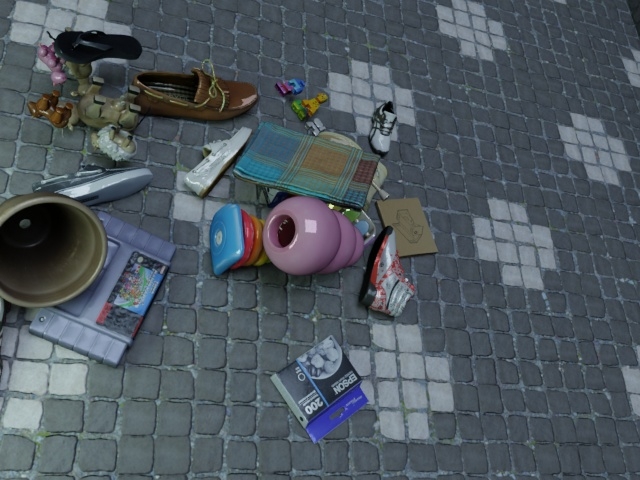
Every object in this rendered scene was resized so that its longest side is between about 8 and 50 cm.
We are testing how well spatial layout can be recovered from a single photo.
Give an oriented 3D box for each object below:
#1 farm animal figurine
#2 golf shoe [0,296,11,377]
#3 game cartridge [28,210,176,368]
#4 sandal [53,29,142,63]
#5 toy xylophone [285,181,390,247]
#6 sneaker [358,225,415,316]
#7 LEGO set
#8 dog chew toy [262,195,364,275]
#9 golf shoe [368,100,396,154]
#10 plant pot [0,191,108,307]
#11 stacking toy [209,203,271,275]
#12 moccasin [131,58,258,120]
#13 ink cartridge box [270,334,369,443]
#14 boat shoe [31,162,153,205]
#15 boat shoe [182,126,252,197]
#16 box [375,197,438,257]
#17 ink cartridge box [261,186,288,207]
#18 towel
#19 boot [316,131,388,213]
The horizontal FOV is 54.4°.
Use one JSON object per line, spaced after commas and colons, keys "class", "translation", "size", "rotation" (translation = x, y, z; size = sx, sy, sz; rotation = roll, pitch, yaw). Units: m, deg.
{"class": "farm animal figurine", "translation": [-0.641, -0.384, 1.709], "size": [0.326, 0.172, 0.330], "rotation": [24, 49, -25]}
{"class": "golf shoe", "translation": [-0.751, 0.222, 1.366], "size": [0.105, 0.120, 0.273], "rotation": [6, 64, -22]}
{"class": "game cartridge", "translation": [-0.527, 0.115, 1.553], "size": [0.230, 0.068, 0.355], "rotation": [23, 58, -6]}
{"class": "sandal", "translation": [-0.598, -0.535, 1.680], "size": [0.254, 0.054, 0.097], "rotation": [-23, 77, -46]}
{"class": "toy xylophone", "translation": [0.052, -0.119, 1.841], "size": [0.322, 0.236, 0.081], "rotation": [42, 18, 9]}
{"class": "sneaker", "translation": [0.215, 0.096, 1.861], "size": [0.145, 0.090, 0.270], "rotation": [25, 61, -11]}
{"class": "LEGO set", "translation": [-0.038, -0.459, 2.040], "size": [0.093, 0.087, 0.227], "rotation": [-30, 80, -32]}
{"class": "dog chew toy", "translation": [0.000, 0.000, 1.662], "size": [0.331, 0.206, 0.207], "rotation": [14, 54, -53]}
{"class": "golf shoe", "translation": [0.214, -0.386, 2.106], "size": [0.077, 0.094, 0.198], "rotation": [11, 62, -19]}
{"class": "plant pot", "translation": [-0.657, -0.009, 1.438], "size": [0.263, 0.263, 0.229], "rotation": [-20, 32, -30]}
{"class": "stacking toy", "translation": [-0.146, 0.006, 1.730], "size": [0.301, 0.175, 0.166], "rotation": [7, 65, -33]}
{"class": "moccasin", "translation": [-0.367, -0.450, 1.857], "size": [0.379, 0.147, 0.139], "rotation": [3, 63, -22]}
{"class": "ink cartridge box", "translation": [0.008, 0.389, 1.646], "size": [0.206, 0.045, 0.208], "rotation": [-30, 80, -32]}
{"class": "boat shoe", "translation": [-0.597, -0.156, 1.640], "size": [0.301, 0.108, 0.102], "rotation": [-21, 75, -23]}
{"class": "boat shoe", "translation": [-0.299, -0.251, 1.814], "size": [0.096, 0.098, 0.277], "rotation": [36, 57, -4]}
{"class": "box", "translation": [0.276, -0.043, 1.997], "size": [0.164, 0.021, 0.201], "rotation": [-6, 66, -26]}
{"class": "ink cartridge box", "translation": [-0.153, -0.212, 1.856], "size": [0.046, 0.097, 0.207], "rotation": [-9, 68, -27]}
{"class": "towel", "translation": [-0.033, -0.214, 1.736], "size": [0.370, 0.040, 0.271], "rotation": [16, 44, 6]}
{"class": "boot", "translation": [0.068, -0.208, 1.954], "size": [0.262, 0.095, 0.203], "rotation": [34, 58, -8]}
